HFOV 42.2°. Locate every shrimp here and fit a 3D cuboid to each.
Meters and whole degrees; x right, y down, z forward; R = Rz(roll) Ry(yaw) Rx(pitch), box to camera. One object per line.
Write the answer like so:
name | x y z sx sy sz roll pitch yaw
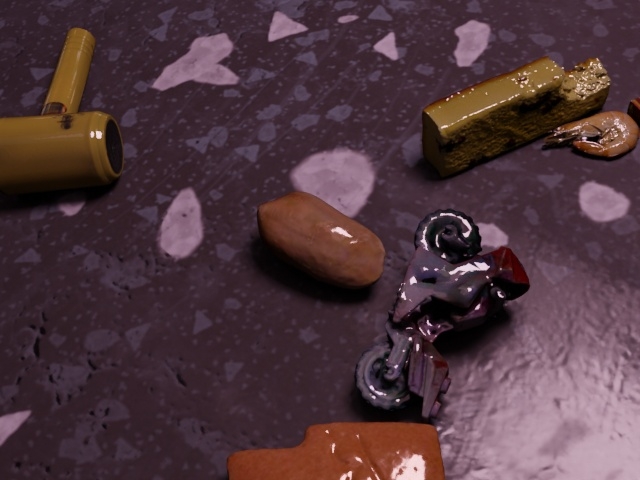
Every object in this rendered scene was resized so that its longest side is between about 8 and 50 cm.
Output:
shrimp | 0.306 -0.114 0.928 0.108 0.023 0.059 -17 62 -4

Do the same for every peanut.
peanut | 0.000 0.000 0.858 0.152 0.076 0.076 29 63 20

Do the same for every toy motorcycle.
toy motorcycle | 0.120 0.074 0.788 0.122 0.082 0.213 20 71 20

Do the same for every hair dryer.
hair dryer | -0.307 -0.173 1.028 0.135 0.090 0.278 -6 48 4

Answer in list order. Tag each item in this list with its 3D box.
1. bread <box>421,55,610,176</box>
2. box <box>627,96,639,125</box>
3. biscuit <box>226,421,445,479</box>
bread | 0.222 -0.149 0.926 0.226 0.088 0.049 -24 53 -8
box | 0.399 -0.150 0.940 0.082 0.023 0.051 -24 54 -10
biscuit | -0.007 0.260 0.687 0.284 0.043 0.306 35 66 28
